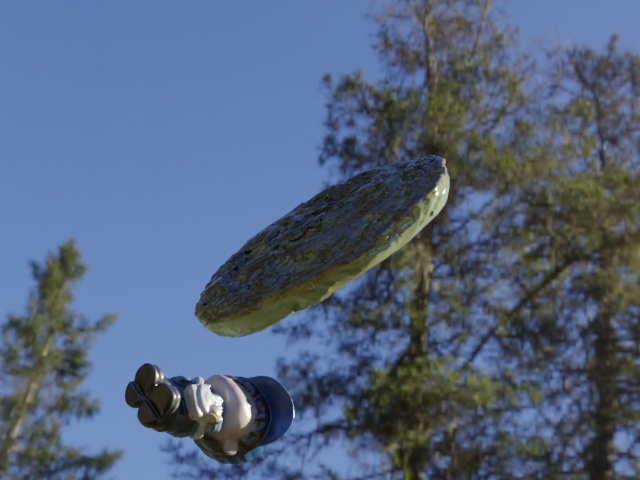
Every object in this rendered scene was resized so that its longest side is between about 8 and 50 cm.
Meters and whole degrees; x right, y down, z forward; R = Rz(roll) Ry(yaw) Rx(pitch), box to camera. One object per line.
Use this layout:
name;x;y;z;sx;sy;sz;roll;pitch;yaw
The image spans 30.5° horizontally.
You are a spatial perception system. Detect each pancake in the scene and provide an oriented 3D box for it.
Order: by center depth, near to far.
pancake;0.001;-0.001;0.417;0.108;0.108;0.017;-21;-70;29

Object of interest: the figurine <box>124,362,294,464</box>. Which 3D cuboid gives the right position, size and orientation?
figurine;-0.090;0.141;0.951;0.149;0.086;0.087;18;-73;-52
